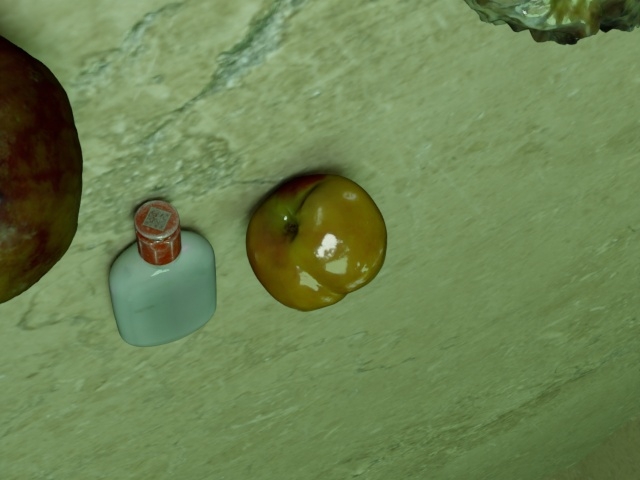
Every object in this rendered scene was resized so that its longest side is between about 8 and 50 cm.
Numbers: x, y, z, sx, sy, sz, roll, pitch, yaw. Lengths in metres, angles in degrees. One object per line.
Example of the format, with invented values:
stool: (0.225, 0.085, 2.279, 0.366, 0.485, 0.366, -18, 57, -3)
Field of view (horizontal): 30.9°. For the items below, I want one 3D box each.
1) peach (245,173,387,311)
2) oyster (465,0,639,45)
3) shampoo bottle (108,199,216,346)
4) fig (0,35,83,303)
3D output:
peach: (0.000, 0.000, 1.125, 0.138, 0.138, 0.138, -23, 155, -11)
oyster: (0.214, -0.234, 0.904, 0.351, 0.115, 0.238, -1, 144, -45)
shampoo bottle: (-0.153, 0.034, 1.125, 0.108, 0.051, 0.221, -18, 154, -14)
fig: (-0.257, -0.024, 0.783, 0.190, 0.190, 0.290, -15, 166, -25)
